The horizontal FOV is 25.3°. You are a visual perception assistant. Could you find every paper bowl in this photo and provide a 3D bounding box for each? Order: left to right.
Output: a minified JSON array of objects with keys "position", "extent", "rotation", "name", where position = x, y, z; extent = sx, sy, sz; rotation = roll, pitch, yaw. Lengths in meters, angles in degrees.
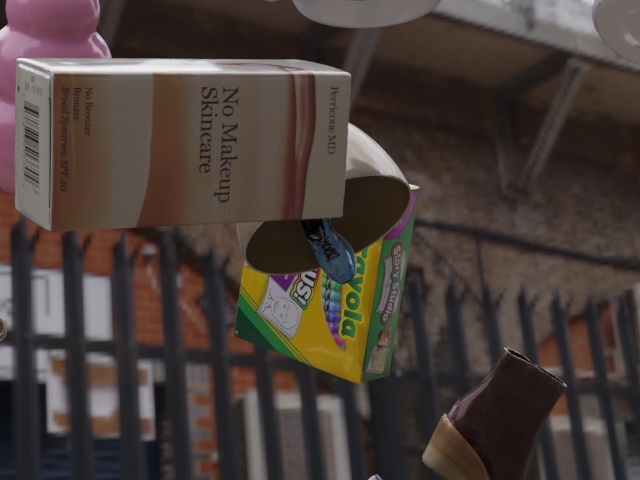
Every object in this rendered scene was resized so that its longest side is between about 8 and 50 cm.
[{"position":[0.061,-0.376,1.871],"extent":[0.284,0.284,0.148],"rotation":[-5,-62,0],"name":"paper bowl"}]

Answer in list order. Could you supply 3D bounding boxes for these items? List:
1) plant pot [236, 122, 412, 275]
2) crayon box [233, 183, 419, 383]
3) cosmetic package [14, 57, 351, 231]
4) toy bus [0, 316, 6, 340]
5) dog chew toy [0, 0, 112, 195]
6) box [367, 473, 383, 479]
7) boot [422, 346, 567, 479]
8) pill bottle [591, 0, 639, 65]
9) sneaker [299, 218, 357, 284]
[{"position":[-0.020,-0.099,2.269],"extent":[0.284,0.191,0.284],"rotation":[-19,-25,-9],"name":"plant pot"},{"position":[0.005,0.045,2.644],"extent":[0.313,0.362,0.106],"rotation":[18,15,37],"name":"crayon box"},{"position":[-0.131,-0.095,1.357],"extent":[0.296,0.153,0.129],"rotation":[-5,14,-27],"name":"cosmetic package"},{"position":[-0.495,0.160,1.770],"extent":[0.202,0.191,0.104],"rotation":[9,7,-5],"name":"toy bus"},{"position":[-0.385,-0.227,2.022],"extent":[0.207,0.331,0.206],"rotation":[6,22,-3],"name":"dog chew toy"},{"position":[0.049,0.549,1.955],"extent":[0.343,0.179,0.312],"rotation":[-42,22,-2],"name":"box"},{"position":[0.287,0.289,2.018],"extent":[0.248,0.207,0.090],"rotation":[36,7,-23],"name":"boot"},{"position":[0.541,-0.441,2.063],"extent":[0.204,0.361,0.204],"rotation":[21,-22,9],"name":"pill bottle"},{"position":[0.000,0.000,2.290],"extent":[0.063,0.162,0.073],"rotation":[-31,-4,18],"name":"sneaker"}]
